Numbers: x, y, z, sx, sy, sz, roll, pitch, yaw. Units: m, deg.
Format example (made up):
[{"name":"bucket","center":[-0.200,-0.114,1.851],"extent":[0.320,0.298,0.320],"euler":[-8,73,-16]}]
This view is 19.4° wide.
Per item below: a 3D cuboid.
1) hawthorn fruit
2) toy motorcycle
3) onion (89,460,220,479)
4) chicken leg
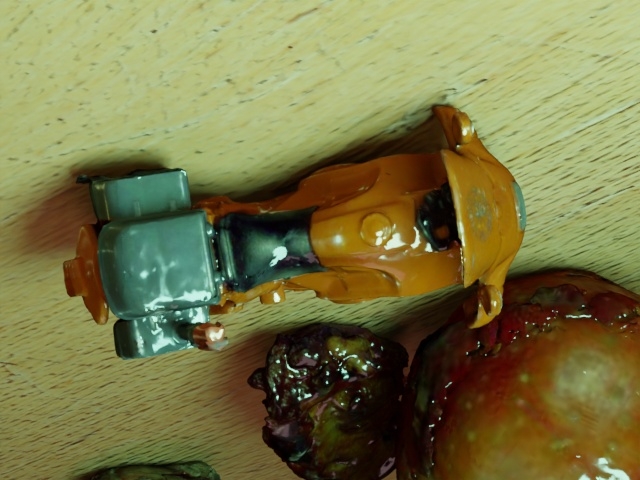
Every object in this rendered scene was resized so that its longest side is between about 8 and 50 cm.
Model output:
[{"name":"hawthorn fruit","center":[0.214,0.173,1.528],"extent":[0.316,0.316,0.316],"euler":[-9,157,-4]},{"name":"toy motorcycle","center":[0.000,0.000,1.242],"extent":[0.326,0.147,0.221],"euler":[-10,-179,-16]},{"name":"onion","center":[-0.152,0.285,1.854],"extent":[0.184,0.147,0.184],"euler":[29,149,19]},{"name":"chicken leg","center":[0.045,0.152,1.686],"extent":[0.158,0.096,0.407],"euler":[-40,150,16]}]
